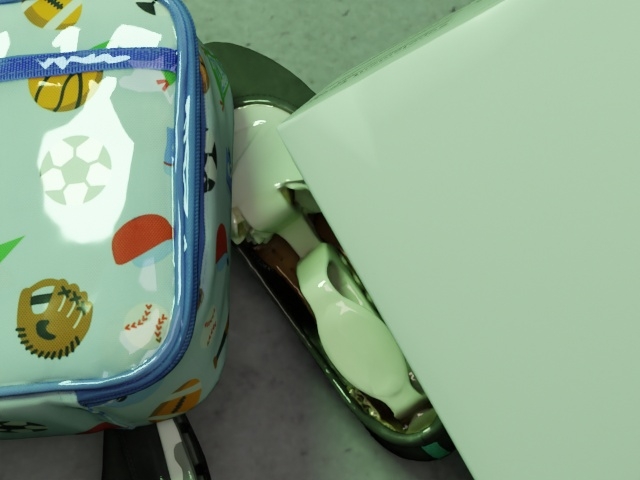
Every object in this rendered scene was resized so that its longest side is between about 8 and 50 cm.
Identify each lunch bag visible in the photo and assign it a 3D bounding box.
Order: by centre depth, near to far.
[{"bbox_3d":[-0.197,-0.019,0.760,0.303,0.115,0.243,-3,76,10],"label":"lunch bag"}]

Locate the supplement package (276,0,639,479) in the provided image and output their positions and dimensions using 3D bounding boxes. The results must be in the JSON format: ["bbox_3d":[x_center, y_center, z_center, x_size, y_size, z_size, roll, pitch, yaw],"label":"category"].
[{"bbox_3d":[0.139,-0.005,0.754,0.204,0.145,0.262,-27,97,18],"label":"supplement package"}]

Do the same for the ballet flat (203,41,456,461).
[{"bbox_3d":[0.000,0.000,0.821,0.095,0.096,0.280,-37,84,9],"label":"ballet flat"}]

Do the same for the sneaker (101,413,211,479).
[{"bbox_3d":[-0.103,0.208,0.771,0.124,0.107,0.283,-13,81,-4],"label":"sneaker"}]
